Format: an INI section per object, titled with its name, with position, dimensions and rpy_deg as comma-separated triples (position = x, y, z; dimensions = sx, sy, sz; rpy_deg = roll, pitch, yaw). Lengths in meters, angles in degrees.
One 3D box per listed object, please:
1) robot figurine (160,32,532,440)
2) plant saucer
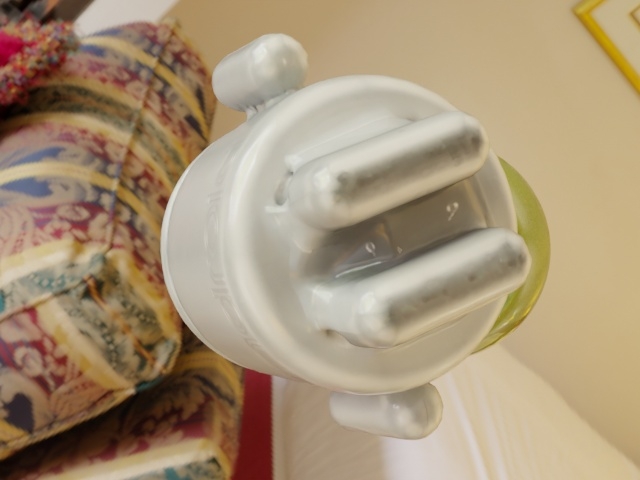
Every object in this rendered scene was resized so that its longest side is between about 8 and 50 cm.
[robot figurine]
position = 0.000, 0.000, 0.672
dimensions = 0.353, 0.199, 0.300
rpy_deg = -11, -83, 70
[plant saucer]
position = 0.114, 0.017, 0.962
dimensions = 0.241, 0.241, 0.037
rpy_deg = 48, 14, -7
